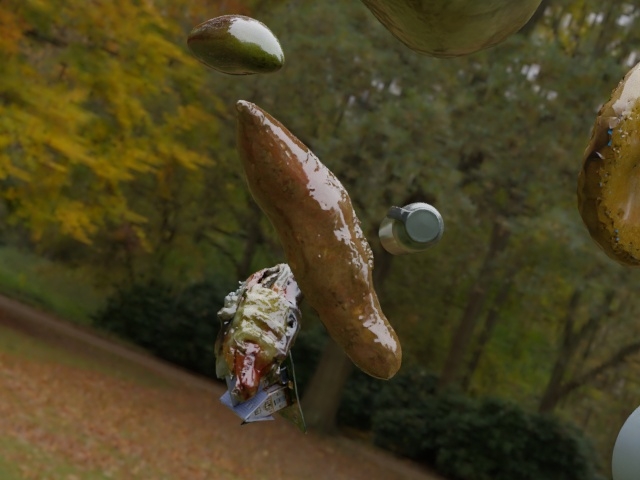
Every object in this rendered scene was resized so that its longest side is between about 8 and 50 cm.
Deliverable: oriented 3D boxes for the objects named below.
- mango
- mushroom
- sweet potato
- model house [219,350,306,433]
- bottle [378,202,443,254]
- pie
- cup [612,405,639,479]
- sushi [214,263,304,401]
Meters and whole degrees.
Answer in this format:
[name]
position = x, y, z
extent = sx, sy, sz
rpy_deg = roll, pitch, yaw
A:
[mango]
position = -0.147, -0.356, 2.228
extent = 0.133, 0.111, 0.267
rpy_deg = 21, 0, -36
[mushroom]
position = 0.096, -0.334, 1.526
extent = 0.217, 0.212, 0.292
rpy_deg = -21, 63, -38
[sweet potato]
position = -0.001, -0.007, 1.353
extent = 0.355, 0.095, 0.106
rpy_deg = 62, 10, -13
[model house]
position = -0.096, 0.222, 1.836
extent = 0.088, 0.167, 0.117
rpy_deg = -23, 29, -25
[bottle]
position = 0.143, -0.021, 2.006
extent = 0.096, 0.080, 0.253
rpy_deg = 29, -4, -3
[pie]
position = 0.416, -0.097, 1.548
extent = 0.069, 0.273, 0.273
rpy_deg = 17, -8, 46
[cup]
position = 0.545, 0.324, 1.597
extent = 0.205, 0.206, 0.312
rpy_deg = 23, -3, -13
[sushi]
position = -0.086, 0.114, 1.573
extent = 0.097, 0.226, 0.103
rpy_deg = 40, -51, -20
